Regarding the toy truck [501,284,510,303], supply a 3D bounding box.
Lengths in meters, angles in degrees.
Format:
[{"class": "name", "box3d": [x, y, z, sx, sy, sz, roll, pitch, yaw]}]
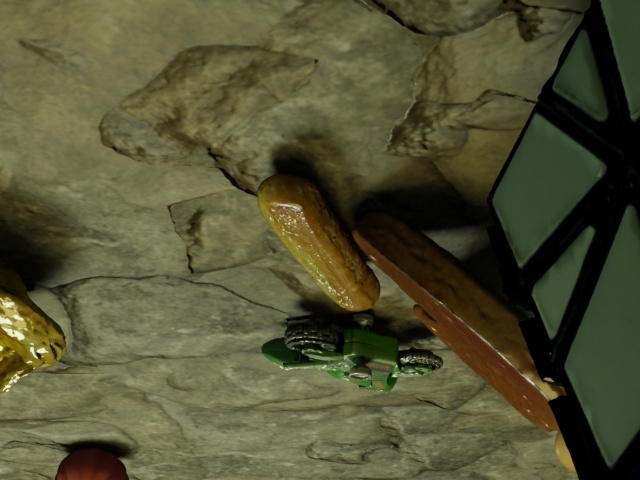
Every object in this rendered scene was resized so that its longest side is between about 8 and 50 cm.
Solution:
[{"class": "toy truck", "box3d": [0.236, -0.008, 0.863, 0.092, 0.083, 0.192, 26, 142, -28]}]

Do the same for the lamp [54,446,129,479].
[{"class": "lamp", "box3d": [-0.332, 0.351, 1.459, 0.108, 0.092, 0.107, 3, 114, 7]}]

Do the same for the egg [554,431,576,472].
[{"class": "egg", "box3d": [0.356, 0.277, 1.350, 0.080, 0.080, 0.096, 5, 146, -9]}]

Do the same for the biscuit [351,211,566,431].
[{"class": "biscuit", "box3d": [0.146, 0.077, 0.950, 0.262, 0.052, 0.277, 41, 175, 14]}]

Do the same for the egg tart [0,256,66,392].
[{"class": "egg tart", "box3d": [-0.361, 0.068, 0.968, 0.241, 0.105, 0.241, 2, 148, 1]}]

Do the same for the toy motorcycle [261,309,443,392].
[{"class": "toy motorcycle", "box3d": [0.038, 0.126, 1.113, 0.190, 0.074, 0.106, 15, 155, -24]}]

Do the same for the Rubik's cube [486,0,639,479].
[{"class": "Rubik's cube", "box3d": [0.299, -0.013, 0.595, 0.284, 0.288, 0.293, 7, 131, -16]}]

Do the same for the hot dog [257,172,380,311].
[{"class": "hot dog", "box3d": [0.000, 0.000, 0.912, 0.066, 0.047, 0.215, 4, 153, 27]}]
